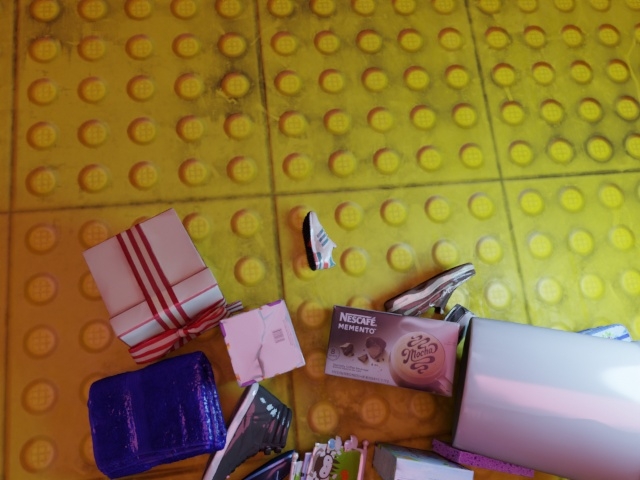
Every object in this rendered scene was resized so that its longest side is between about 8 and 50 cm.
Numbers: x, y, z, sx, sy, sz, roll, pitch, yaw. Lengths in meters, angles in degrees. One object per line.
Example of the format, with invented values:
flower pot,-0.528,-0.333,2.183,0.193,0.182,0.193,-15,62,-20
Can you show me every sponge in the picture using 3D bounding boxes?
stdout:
sponge,0.385,0.519,1.197,0.210,0.117,0.031,18,77,-15

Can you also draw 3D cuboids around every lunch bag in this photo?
lunch bag,0.725,0.320,1.322,0.219,0.090,0.176,-13,76,-11

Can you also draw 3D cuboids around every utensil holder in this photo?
utensil holder,0.511,0.354,1.126,0.385,0.327,0.328,9,75,15

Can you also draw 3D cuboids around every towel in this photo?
towel,-0.375,0.393,1.124,0.308,0.076,0.228,-19,79,11

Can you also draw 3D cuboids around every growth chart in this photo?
growth chart,0.018,0.547,1.167,0.237,0.021,0.172,9,80,-35

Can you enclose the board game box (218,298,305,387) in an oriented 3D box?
board game box,-0.135,0.235,1.139,0.142,0.275,0.144,-18,80,-10

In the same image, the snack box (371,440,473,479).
snack box,0.225,0.524,1.150,0.174,0.207,0.070,11,75,-4

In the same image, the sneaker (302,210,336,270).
sneaker,0.000,0.000,1.332,0.075,0.057,0.161,-2,75,-25

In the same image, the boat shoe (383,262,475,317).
boat shoe,0.298,0.149,1.312,0.257,0.095,0.095,-27,84,0

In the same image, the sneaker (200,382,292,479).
sneaker,-0.168,0.491,1.165,0.147,0.104,0.296,30,80,-8

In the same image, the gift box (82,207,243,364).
gift box,-0.345,0.122,1.161,0.255,0.276,0.258,-30,67,-9

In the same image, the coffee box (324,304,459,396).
coffee box,0.170,0.258,1.207,0.297,0.119,0.168,8,83,11

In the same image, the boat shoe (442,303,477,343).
boat shoe,0.309,0.260,1.298,0.219,0.078,0.070,-46,53,-6

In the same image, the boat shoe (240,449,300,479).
boat shoe,-0.147,0.583,1.155,0.258,0.109,0.089,-36,76,3
